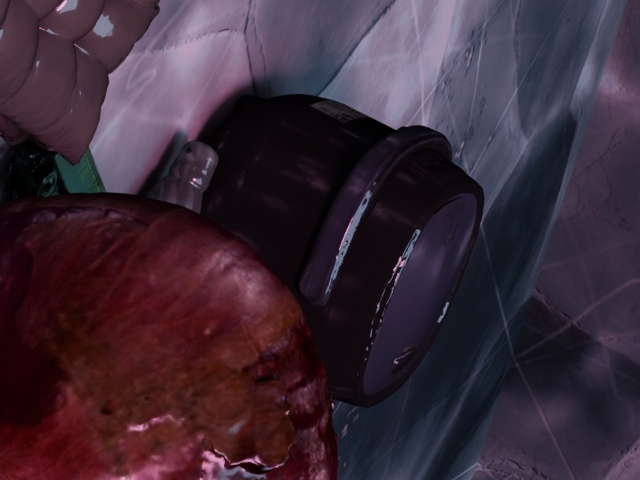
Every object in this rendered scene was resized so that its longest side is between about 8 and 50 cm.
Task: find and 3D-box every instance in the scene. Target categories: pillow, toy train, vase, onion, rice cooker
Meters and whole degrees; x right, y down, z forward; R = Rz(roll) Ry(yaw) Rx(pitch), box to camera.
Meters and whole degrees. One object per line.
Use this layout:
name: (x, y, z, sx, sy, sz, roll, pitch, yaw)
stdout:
pillow: (-0.167, -0.188, 1.095, 0.228, 0.101, 0.326, -62, 162, -6)
toy train: (-0.188, -0.035, 1.342, 0.071, 0.038, 0.148, -60, 161, -23)
vase: (-0.140, 0.014, 1.502, 0.211, 0.060, 0.060, -61, 162, -8)
onion: (-0.169, 0.144, 1.160, 0.347, 0.348, 0.385, -69, 166, 12)
rice cooker: (0.000, 0.000, 1.619, 0.267, 0.224, 0.267, -52, 158, -31)
